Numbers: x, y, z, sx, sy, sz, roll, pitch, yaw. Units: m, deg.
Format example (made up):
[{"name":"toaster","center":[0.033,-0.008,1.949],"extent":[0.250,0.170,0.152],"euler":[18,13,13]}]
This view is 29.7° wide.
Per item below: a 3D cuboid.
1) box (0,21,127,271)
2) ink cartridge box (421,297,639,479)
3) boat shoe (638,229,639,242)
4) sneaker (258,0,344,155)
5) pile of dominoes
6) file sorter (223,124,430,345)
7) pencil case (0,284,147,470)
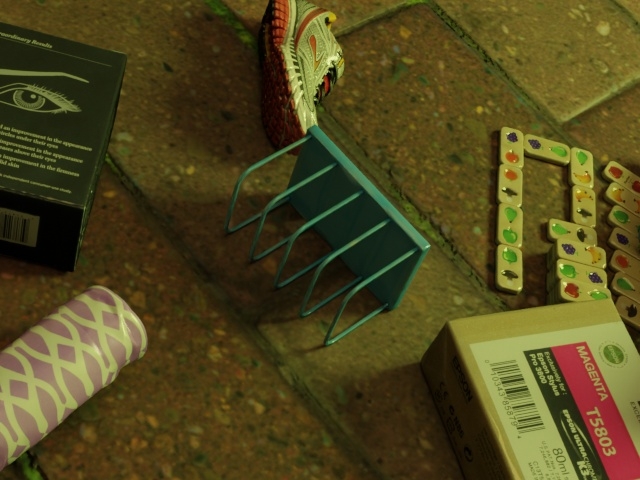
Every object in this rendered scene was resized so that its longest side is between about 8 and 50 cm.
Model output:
[{"name":"box","center":[-0.282,-0.094,1.159],"extent":[0.153,0.108,0.207],"euler":[14,52,-8]},{"name":"ink cartridge box","center":[0.228,0.180,1.142],"extent":[0.193,0.088,0.234],"euler":[-7,57,-22]},{"name":"boat shoe","center":[0.402,-0.023,1.342],"extent":[0.089,0.109,0.258],"euler":[33,31,-8]},{"name":"sneaker","center":[-0.014,-0.187,1.330],"extent":[0.093,0.088,0.225],"euler":[8,53,-15]},{"name":"pile of dominoes","center":[0.293,-0.019,1.340],"extent":[0.196,0.040,0.251],"euler":[14,53,-8]},{"name":"file sorter","center":[0.000,0.000,1.181],"extent":[0.104,0.118,0.170],"euler":[-33,70,-30]},{"name":"pencil case","center":[-0.241,0.123,1.027],"extent":[0.086,0.088,0.206],"euler":[40,54,16]}]
